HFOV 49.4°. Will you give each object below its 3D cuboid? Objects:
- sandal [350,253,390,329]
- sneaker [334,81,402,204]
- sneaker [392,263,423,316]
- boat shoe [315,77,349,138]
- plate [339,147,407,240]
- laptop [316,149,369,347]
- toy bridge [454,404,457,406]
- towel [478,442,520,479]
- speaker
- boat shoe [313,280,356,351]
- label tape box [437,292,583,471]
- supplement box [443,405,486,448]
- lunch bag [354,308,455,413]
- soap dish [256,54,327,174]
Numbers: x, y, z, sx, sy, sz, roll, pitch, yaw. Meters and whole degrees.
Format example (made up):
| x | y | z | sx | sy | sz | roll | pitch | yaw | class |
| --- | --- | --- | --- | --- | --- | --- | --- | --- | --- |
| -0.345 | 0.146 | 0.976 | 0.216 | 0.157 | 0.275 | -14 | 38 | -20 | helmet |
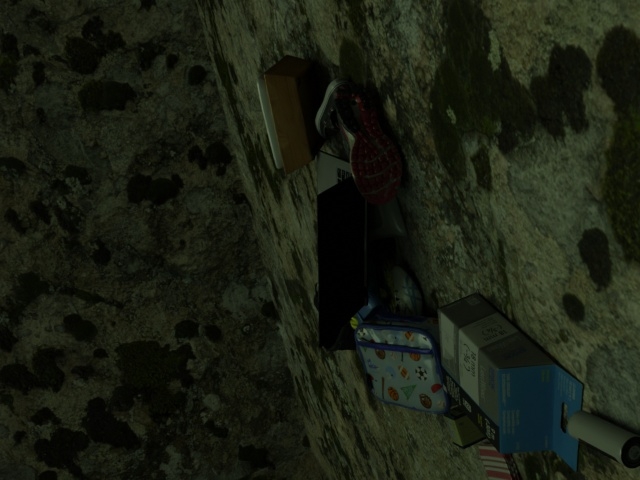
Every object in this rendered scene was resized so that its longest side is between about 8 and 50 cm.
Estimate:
| x | y | z | sx | sy | sz | roll | pitch | yaw | class |
| --- | --- | --- | --- | --- | --- | --- | --- | --- | --- |
| 0.140 | 0.159 | 2.038 | 0.138 | 0.126 | 0.317 | 39 | 153 | 56 | sandal |
| 0.116 | -0.229 | 1.676 | 0.112 | 0.121 | 0.299 | 82 | 174 | -81 | sneaker |
| 0.225 | 0.180 | 1.817 | 0.085 | 0.086 | 0.237 | -172 | 65 | -74 | sneaker |
| 0.045 | -0.333 | 1.854 | 0.076 | 0.080 | 0.228 | 66 | 156 | 23 | boat shoe |
| 0.124 | -0.131 | 1.866 | 0.277 | 0.045 | 0.278 | 174 | 78 | -75 | plate |
| 0.000 | 0.000 | 1.800 | 0.408 | 0.236 | 0.382 | 32 | 127 | 56 | laptop |
| 0.310 | 0.365 | 1.849 | 0.188 | 0.026 | 0.063 | -138 | 35 | -60 | toy bridge |
| 0.443 | 0.577 | 1.654 | 0.144 | 0.029 | 0.197 | 129 | 123 | -72 | towel |
| 0.483 | 0.334 | 1.179 | 0.136 | 0.055 | 0.055 | -164 | 56 | -71 | speaker |
| 0.064 | 0.189 | 2.246 | 0.500 | 0.156 | 0.187 | 89 | 158 | -44 | boat shoe |
| 0.372 | 0.297 | 1.415 | 0.333 | 0.106 | 0.240 | -132 | 27 | -55 | label tape box |
| 0.355 | 0.444 | 1.682 | 0.056 | 0.083 | 0.083 | 172 | 78 | -74 | supplement box |
| 0.216 | 0.295 | 1.735 | 0.303 | 0.115 | 0.243 | -3 | 107 | 51 | lunch bag |
| -0.073 | -0.363 | 1.978 | 0.229 | 0.118 | 0.291 | -62 | -35 | -60 | soap dish |
